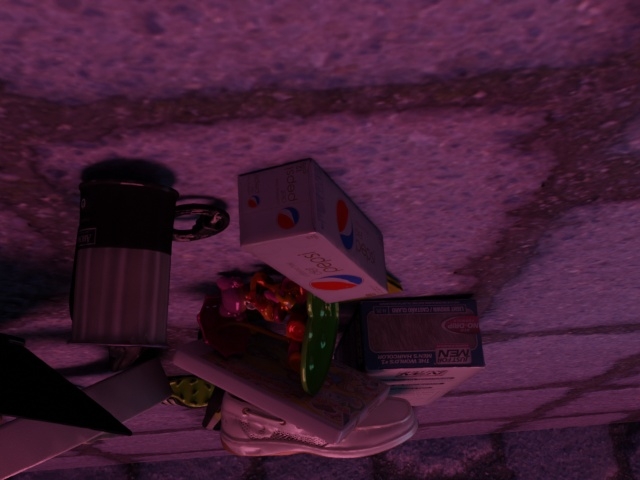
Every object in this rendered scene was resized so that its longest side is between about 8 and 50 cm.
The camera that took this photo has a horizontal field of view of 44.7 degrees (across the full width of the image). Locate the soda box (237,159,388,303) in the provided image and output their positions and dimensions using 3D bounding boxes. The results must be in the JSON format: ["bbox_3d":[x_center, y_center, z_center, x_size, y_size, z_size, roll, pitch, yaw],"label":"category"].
[{"bbox_3d":[0.000,0.000,0.746,0.073,0.069,0.216,-11,158,18],"label":"soda box"}]

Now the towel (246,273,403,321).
[{"bbox_3d":[-0.019,0.072,1.016,0.237,0.021,0.102,-13,162,20],"label":"towel"}]

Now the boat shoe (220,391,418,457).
[{"bbox_3d":[0.000,0.235,1.069,0.276,0.096,0.098,-3,-159,-7],"label":"boat shoe"}]

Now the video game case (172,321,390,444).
[{"bbox_3d":[-0.042,0.171,0.991,0.226,0.026,0.206,23,-168,18],"label":"video game case"}]

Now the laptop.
[{"bbox_3d":[-0.501,0.190,0.842,0.408,0.236,0.382,-39,143,18],"label":"laptop"}]

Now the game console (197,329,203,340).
[{"bbox_3d":[-0.025,0.236,1.222,0.361,0.044,0.213,21,161,6],"label":"game console"}]

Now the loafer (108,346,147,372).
[{"bbox_3d":[-0.271,0.149,1.107,0.061,0.062,0.170,-4,162,-16],"label":"loafer"}]

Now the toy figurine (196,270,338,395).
[{"bbox_3d":[-0.072,0.088,0.926,0.159,0.130,0.173,9,123,16],"label":"toy figurine"}]

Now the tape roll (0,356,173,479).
[{"bbox_3d":[-0.424,0.293,1.224,0.391,0.072,0.392,-24,178,-1],"label":"tape roll"}]

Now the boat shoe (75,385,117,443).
[{"bbox_3d":[-0.492,0.359,1.555,0.091,0.109,0.305,-9,163,2],"label":"boat shoe"}]

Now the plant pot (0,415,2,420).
[{"bbox_3d":[-0.777,0.395,1.588,0.237,0.110,0.237,-5,161,-2],"label":"plant pot"}]

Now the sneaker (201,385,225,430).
[{"bbox_3d":[-0.125,0.264,1.211,0.097,0.084,0.235,21,161,-2],"label":"sneaker"}]

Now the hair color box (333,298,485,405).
[{"bbox_3d":[0.125,0.188,1.235,0.173,0.105,0.347,-1,160,-6],"label":"hair color box"}]

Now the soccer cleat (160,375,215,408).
[{"bbox_3d":[-0.284,0.294,1.514,0.178,0.060,0.072,3,169,-2],"label":"soccer cleat"}]

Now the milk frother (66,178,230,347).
[{"bbox_3d":[-0.145,0.027,0.682,0.143,0.135,0.129,6,172,-22],"label":"milk frother"}]
